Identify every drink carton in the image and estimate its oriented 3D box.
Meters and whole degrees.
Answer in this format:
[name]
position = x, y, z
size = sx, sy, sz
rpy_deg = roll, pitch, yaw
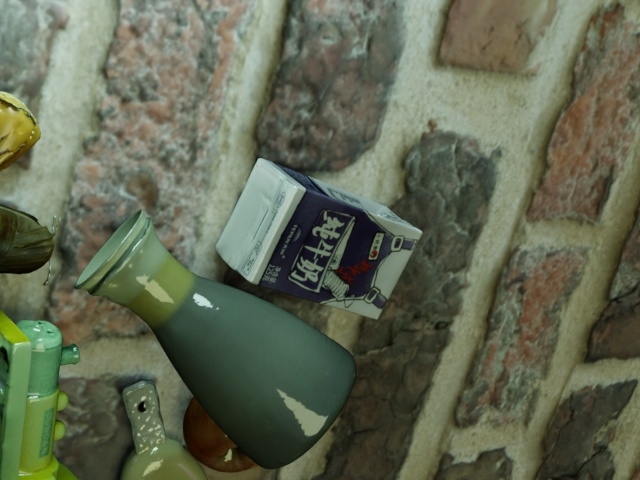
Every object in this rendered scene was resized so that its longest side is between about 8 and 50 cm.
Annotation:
[drink carton]
position = 0.000, 0.001, 1.606
size = 0.222, 0.102, 0.134
rpy_deg = 19, 101, -38

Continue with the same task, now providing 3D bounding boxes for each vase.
[vase]
position = -0.126, 0.110, 1.493
size = 0.321, 0.173, 0.173
rpy_deg = 40, 90, -16

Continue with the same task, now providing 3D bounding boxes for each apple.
[apple]
position = -0.116, 0.236, 1.647
size = 0.126, 0.102, 0.126
rpy_deg = -4, 142, -3

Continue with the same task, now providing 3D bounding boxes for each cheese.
[cheese]
position = -0.212, 0.275, 1.649
size = 0.127, 0.050, 0.235
rpy_deg = -19, 124, -21

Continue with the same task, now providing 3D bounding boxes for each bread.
[bread]
position = -0.351, -0.106, 1.366
size = 0.106, 0.053, 0.072
rpy_deg = -38, 124, -2

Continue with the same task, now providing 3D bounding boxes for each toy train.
[toy train]
position = -0.377, 0.233, 1.475
size = 0.237, 0.150, 0.369
rpy_deg = -7, 118, -38

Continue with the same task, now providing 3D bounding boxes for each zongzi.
[zongzi]
position = -0.343, 0.014, 1.347
size = 0.187, 0.184, 0.084
rpy_deg = 19, 105, -36
